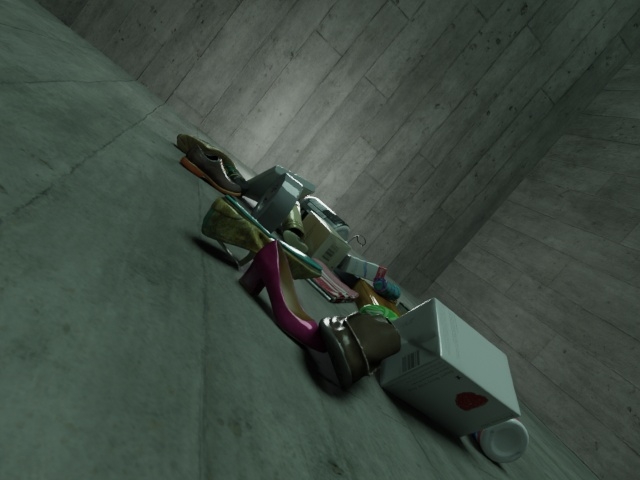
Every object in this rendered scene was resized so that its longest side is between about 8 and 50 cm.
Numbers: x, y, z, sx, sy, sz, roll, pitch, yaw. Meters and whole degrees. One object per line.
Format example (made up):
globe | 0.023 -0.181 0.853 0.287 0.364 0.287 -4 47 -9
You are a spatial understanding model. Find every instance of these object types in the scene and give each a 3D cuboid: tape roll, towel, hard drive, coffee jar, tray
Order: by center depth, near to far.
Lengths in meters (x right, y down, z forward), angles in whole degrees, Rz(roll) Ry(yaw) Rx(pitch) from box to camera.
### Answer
tape roll | -0.156 -0.123 1.566 0.072 0.219 0.219 37 6 -17
towel | 0.006 0.126 1.601 0.237 0.037 0.329 41 6 17
tray | 0.233 0.273 1.731 0.203 0.076 0.411 39 5 -10
coffee jar | -0.366 -0.253 1.934 0.096 0.079 0.184 35 8 -36
hard drive | -0.194 -0.219 1.951 0.203 0.040 0.308 25 -24 -34

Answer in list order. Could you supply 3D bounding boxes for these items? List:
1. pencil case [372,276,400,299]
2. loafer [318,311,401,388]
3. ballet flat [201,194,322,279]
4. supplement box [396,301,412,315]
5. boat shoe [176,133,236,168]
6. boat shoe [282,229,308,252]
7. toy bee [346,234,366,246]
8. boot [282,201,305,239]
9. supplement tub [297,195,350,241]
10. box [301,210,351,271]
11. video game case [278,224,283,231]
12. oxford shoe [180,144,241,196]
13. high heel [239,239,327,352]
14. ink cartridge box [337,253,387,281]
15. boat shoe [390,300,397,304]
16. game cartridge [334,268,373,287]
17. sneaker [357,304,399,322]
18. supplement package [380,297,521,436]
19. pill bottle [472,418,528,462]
pencil case | 0.269 0.196 1.869 0.152 0.065 0.070 33 25 -53
loafer | 0.092 0.194 0.937 0.366 0.130 0.133 12 55 -79
ballet flat | -0.136 0.026 1.078 0.349 0.123 0.123 39 5 -41
supplement box | 0.360 0.327 2.071 0.056 0.083 0.083 42 6 23
boat shoe | -0.490 -0.374 1.982 0.285 0.102 0.092 28 16 -35
boat shoe | -0.103 0.001 1.806 0.137 0.049 0.043 40 7 -35
toy bee | 0.070 0.012 2.424 0.195 0.162 0.298 54 -28 -6
boot | -0.117 -0.081 1.919 0.262 0.095 0.203 82 -6 -67
supplement tub | -0.020 -0.089 2.316 0.316 0.193 0.194 43 6 31
box | 0.000 0.000 2.002 0.121 0.148 0.311 36 5 -26
video game case | -0.178 -0.074 2.035 0.173 0.022 0.190 37 6 -29
oxford shoe | -0.384 -0.255 1.719 0.271 0.098 0.097 34 8 -45
high heel | -0.050 0.111 0.930 0.244 0.117 0.082 42 6 24
ink cartridge box | 0.169 0.115 1.933 0.175 0.072 0.127 20 1 -19
boat shoe | 0.346 0.304 2.280 0.064 0.060 0.178 41 6 13
game cartridge | 0.161 0.185 2.070 0.297 0.062 0.198 42 2 26
sneaker | 0.182 0.260 1.305 0.123 0.109 0.295 41 4 -32
supplement package | 0.306 0.311 1.103 0.293 0.178 0.175 37 35 -22
pill bottle | 0.460 0.488 1.257 0.124 0.124 0.221 39 5 -6
